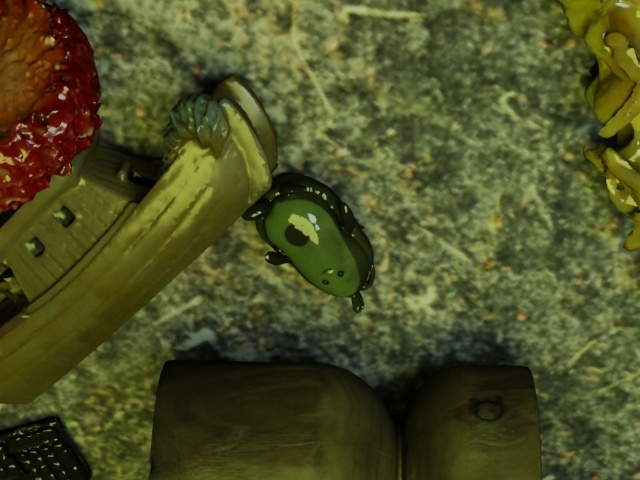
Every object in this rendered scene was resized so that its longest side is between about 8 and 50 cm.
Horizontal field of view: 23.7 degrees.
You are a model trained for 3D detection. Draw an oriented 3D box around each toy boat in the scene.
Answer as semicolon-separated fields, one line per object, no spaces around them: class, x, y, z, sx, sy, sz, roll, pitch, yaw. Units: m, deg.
toy boat;-0.163;0.001;1.036;0.121;0.089;0.321;43;115;-16

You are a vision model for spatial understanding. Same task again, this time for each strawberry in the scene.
strawberry;-0.197;-0.086;0.960;0.145;0.145;0.086;-27;135;17

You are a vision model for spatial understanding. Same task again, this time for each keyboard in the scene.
keyboard;-0.296;0.195;1.196;0.231;0.023;0.072;-16;122;11

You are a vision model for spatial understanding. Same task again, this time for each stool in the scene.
stool;0.016;0.175;1.085;0.264;0.179;0.179;0;122;1

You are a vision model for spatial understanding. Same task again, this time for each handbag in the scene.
handbag;0.000;0.000;1.054;0.072;0.047;0.111;-32;114;20

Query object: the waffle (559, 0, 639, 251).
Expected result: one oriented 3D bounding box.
waffle;0.345;-0.131;0.946;0.382;0.095;0.379;-12;123;11
